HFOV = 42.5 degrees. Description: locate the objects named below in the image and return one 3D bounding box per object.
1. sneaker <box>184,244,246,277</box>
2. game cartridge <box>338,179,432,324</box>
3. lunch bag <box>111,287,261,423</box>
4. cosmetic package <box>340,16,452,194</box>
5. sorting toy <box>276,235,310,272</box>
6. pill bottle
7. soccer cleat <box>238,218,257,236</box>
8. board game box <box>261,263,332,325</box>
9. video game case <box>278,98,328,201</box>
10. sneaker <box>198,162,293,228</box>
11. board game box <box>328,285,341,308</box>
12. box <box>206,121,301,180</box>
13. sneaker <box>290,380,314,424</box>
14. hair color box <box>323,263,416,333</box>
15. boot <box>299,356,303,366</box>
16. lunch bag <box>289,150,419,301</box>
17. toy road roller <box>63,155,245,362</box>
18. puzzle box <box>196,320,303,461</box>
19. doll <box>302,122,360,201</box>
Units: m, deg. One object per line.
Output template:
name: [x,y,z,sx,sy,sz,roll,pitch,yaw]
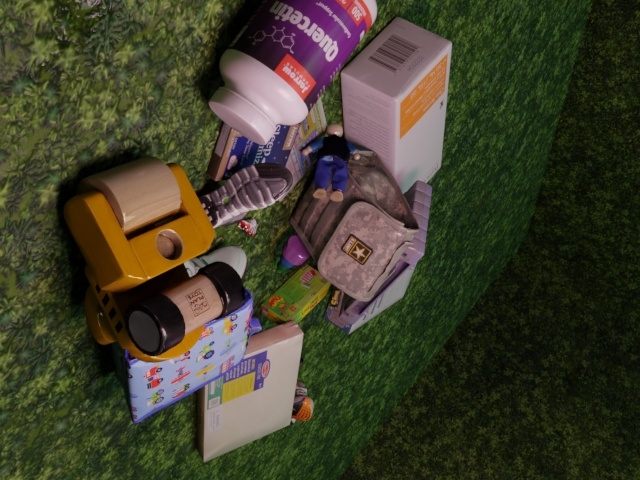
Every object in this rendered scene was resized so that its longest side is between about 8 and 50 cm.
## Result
sneaker: [-0.241,0.061,1.660,0.256,0.094,0.151,-39,157,-33]
game cartridge: [0.162,0.033,2.033,0.355,0.068,0.230,-51,-165,48]
lunch bag: [-0.251,0.207,1.618,0.293,0.138,0.221,-15,143,-22]
cosmetic package: [0.184,-0.286,2.020,0.230,0.161,0.453,-48,156,-23]
sorting toy: [0.000,0.000,2.106,0.365,0.127,0.126,-32,168,-51]
pill bottle: [-0.053,-0.333,1.450,0.323,0.181,0.181,-56,157,-8]
soccer cleat: [-0.158,-0.036,1.808,0.036,0.029,0.083,-63,162,-11]
board game box: [-0.061,0.147,2.146,0.181,0.092,0.043,-43,152,-33]
video game case: [-0.055,-0.212,1.802,0.193,0.023,0.212,-50,155,-18]
sneaker: [-0.146,-0.088,1.625,0.228,0.086,0.132,-23,176,15]
board game box: [0.051,0.119,2.268,0.260,0.030,0.136,75,32,-85]
box: [-0.117,-0.189,1.645,0.225,0.036,0.136,-10,127,-51]
sneaker: [-0.076,0.472,2.463,0.121,0.099,0.262,-66,-168,-23]
hair color box: [0.164,0.143,2.579,0.347,0.105,0.174,-26,141,-53]
boot: [-0.148,0.423,2.313,0.229,0.091,0.263,-60,159,2]
lunch bag: [0.084,-0.033,1.892,0.169,0.287,0.235,1,134,-39]
toy road roller: [-0.311,0.048,1.390,0.240,0.330,0.202,-21,-174,42]
puzzle box: [-0.188,0.394,2.128,0.272,0.052,0.409,-17,139,-26]
doll: [0.022,-0.181,1.814,0.046,0.129,0.189,102,-4,-63]
